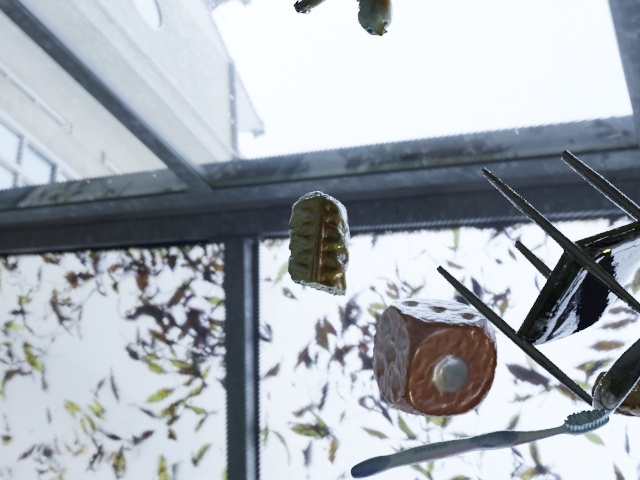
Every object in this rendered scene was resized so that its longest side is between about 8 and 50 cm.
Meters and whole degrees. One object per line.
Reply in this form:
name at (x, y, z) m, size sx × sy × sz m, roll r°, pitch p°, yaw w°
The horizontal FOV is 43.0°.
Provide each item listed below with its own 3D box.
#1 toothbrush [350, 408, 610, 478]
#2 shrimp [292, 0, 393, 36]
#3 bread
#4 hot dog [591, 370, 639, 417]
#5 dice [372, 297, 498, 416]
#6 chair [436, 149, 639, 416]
toothbrush at (0.160, 0.209, 0.831) m, size 0.269 × 0.027 × 0.021 m, roll -15°, pitch -139°, yaw 6°
shrimp at (0.036, -0.386, 1.347) m, size 0.166 × 0.049 × 0.161 m, roll -12°, pitch -121°, yaw 9°
bread at (0.000, 0.000, 1.653) m, size 0.128 × 0.088 × 0.231 m, roll 9°, pitch -125°, yaw -14°
hot dog at (0.526, 0.228, 1.182) m, size 0.286 × 0.061 × 0.087 m, roll -1°, pitch -126°, yaw 55°
dice at (0.202, 0.205, 1.461) m, size 0.179 × 0.174 × 0.174 m, roll -142°, pitch -124°, yaw -70°
chair at (0.298, 0.049, 0.930) m, size 0.166 × 0.188 × 0.272 m, roll -14°, pitch -131°, yaw -34°
